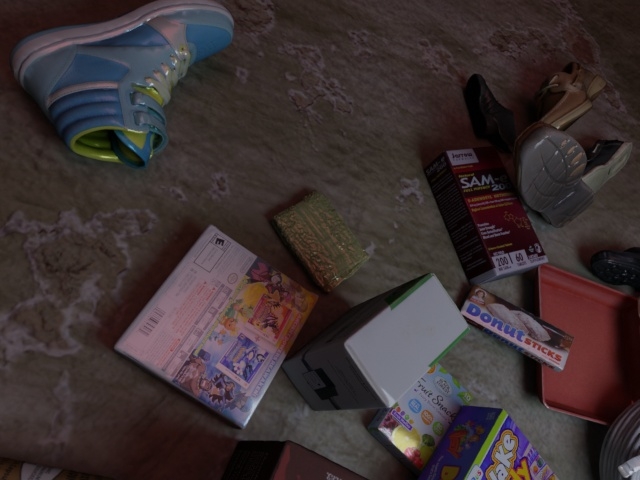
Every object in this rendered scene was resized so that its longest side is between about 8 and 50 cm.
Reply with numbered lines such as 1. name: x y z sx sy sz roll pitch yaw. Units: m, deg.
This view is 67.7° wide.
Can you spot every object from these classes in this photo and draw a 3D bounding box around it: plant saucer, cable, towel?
1. plant saucer: 0.481 0.197 0.855 0.259 0.048 0.258 19 62 -15
2. cable: 0.576 0.369 0.756 0.257 0.089 0.257 -36 99 -10
3. towel: 0.000 0.000 0.747 0.110 0.027 0.148 -35 86 -30

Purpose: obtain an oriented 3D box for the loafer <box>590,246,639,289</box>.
1. loafer: 0.629 0.051 0.968 0.223 0.076 0.078 14 59 -22

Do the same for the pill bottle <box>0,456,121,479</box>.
1. pill bottle: -0.244 0.295 0.457 0.229 0.131 0.131 20 62 -15

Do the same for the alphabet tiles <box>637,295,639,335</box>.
1. alphabet tiles: 0.672 0.237 0.903 0.278 0.021 0.284 33 57 -24

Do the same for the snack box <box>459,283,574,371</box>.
1. snack box: 0.322 0.143 0.791 0.178 0.022 0.064 29 64 13

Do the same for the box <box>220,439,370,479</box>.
1. box: -0.029 0.322 0.495 0.169 0.203 0.167 31 59 -9

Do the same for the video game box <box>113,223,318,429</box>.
1. video game box: -0.128 0.109 0.634 0.187 0.048 0.205 34 60 -4

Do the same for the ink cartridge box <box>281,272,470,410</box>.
1. ink cartridge box: 0.060 0.137 0.610 0.153 0.208 0.086 -33 87 -30

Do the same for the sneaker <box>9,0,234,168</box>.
1. sneaker: -0.236 -0.216 0.686 0.319 0.127 0.208 -28 79 -20

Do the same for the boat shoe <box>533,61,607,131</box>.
1. boat shoe: 0.523 -0.305 1.054 0.110 0.121 0.341 46 49 6

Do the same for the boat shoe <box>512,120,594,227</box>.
1. boat shoe: 0.401 -0.124 0.870 0.324 0.123 0.116 32 24 -52

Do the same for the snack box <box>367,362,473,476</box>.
1. snack box: 0.147 0.250 0.695 0.100 0.037 0.141 45 59 -1

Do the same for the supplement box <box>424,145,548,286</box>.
1. supplement box: 0.297 -0.049 0.867 0.130 0.073 0.239 -11 72 -26

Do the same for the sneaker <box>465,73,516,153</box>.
1. sneaker: 0.363 -0.267 1.004 0.089 0.051 0.170 1 73 -23

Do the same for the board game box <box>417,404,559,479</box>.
1. board game box: 0.191 0.423 0.596 0.233 0.078 0.347 51 59 -8

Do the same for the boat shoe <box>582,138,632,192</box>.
1. boat shoe: 0.587 -0.155 1.047 0.233 0.084 0.079 -35 49 -24
